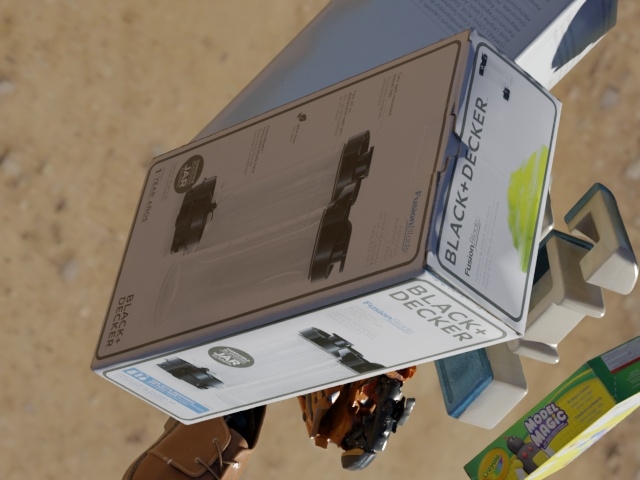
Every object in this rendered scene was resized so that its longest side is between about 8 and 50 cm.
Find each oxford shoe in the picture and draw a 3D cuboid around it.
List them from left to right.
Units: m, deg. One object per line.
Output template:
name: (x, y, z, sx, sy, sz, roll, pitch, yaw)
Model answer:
oxford shoe: (-0.097, 0.179, 1.529, 0.076, 0.076, 0.212, 47, 37, -19)

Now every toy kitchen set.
toy kitchen set: (0.107, 0.014, 1.450, 0.166, 0.122, 0.207, 19, 129, -28)

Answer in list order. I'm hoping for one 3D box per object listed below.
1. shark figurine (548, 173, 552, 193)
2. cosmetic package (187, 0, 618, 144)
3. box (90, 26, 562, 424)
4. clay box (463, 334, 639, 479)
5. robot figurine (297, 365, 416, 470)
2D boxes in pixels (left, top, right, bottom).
shark figurine: (0.154, -0.046, 1.932, 0.278, 0.116, 0.166, -36, 179, -36)
cosmetic package: (0.070, -0.127, 1.681, 0.385, 0.156, 0.217, -43, 168, -3)
box: (0.000, 0.000, 1.208, 0.087, 0.290, 0.169, 35, 53, -33)
clay box: (0.227, 0.172, 1.851, 0.127, 0.053, 0.222, -19, 160, -47)
robot figurine: (0.050, 0.095, 2.081, 0.085, 0.211, 0.291, 13, 119, -21)
